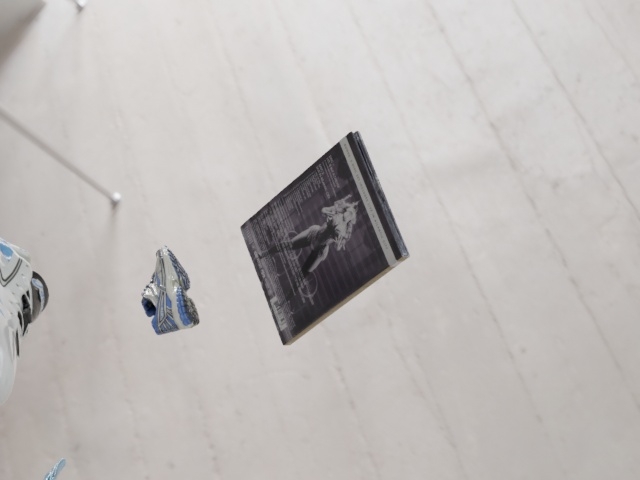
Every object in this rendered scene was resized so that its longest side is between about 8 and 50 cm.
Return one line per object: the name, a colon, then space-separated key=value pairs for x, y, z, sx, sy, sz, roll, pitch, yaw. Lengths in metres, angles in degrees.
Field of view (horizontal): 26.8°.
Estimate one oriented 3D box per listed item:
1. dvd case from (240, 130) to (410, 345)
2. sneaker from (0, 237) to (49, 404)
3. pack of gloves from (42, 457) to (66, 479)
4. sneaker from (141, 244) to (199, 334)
dvd case: x=0.000 y=0.000 z=1.562 sx=0.221 sy=0.018 sz=0.165 roll=-39 pitch=63 yaw=39
sneaker: x=-0.236 y=0.049 z=0.968 sx=0.237 sy=0.086 sz=0.085 roll=-130 pitch=40 yaw=-64
pack of gloves: x=-0.400 y=0.391 z=1.723 sx=0.195 sy=0.046 sz=0.232 roll=-61 pitch=9 yaw=25
sneaker: x=-0.181 y=0.057 z=1.537 sx=0.058 sy=0.052 sz=0.135 roll=-27 pitch=37 yaw=5
